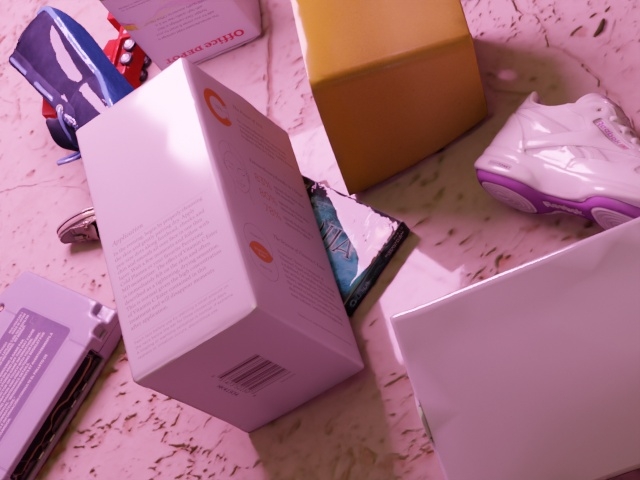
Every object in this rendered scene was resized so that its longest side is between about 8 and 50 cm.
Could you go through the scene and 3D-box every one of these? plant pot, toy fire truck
[{"bbox_3d":[0.083,-0.214,1.780,0.187,0.212,0.212,-16,53,6],"label":"plant pot"},{"bbox_3d":[-0.303,-0.247,2.110,0.135,0.047,0.192,-5,59,26],"label":"toy fire truck"}]

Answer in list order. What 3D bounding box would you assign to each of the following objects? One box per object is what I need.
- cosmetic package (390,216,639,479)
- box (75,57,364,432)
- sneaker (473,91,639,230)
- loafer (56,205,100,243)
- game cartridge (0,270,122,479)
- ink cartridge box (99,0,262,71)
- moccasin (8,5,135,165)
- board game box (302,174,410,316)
[{"bbox_3d":[0.282,0.103,1.407,0.385,0.156,0.217,-22,78,28],"label":"cosmetic package"},{"bbox_3d":[-0.116,0.007,1.703,0.168,0.215,0.345,-31,54,20],"label":"box"},{"bbox_3d":[0.309,-0.085,1.616,0.305,0.114,0.152,21,74,37],"label":"sneaker"},{"bbox_3d":[-0.282,-0.022,1.959,0.125,0.045,0.039,-24,58,11],"label":"loafer"},{"bbox_3d":[-0.386,0.186,1.879,0.196,0.060,0.294,21,73,34],"label":"game cartridge"},{"bbox_3d":[-0.193,-0.332,1.996,0.154,0.212,0.093,-20,49,18],"label":"ink cartridge box"},{"bbox_3d":[-0.295,-0.158,1.987,0.117,0.138,0.342,-43,54,11],"label":"moccasin"},{"bbox_3d":[0.000,0.000,1.795,0.186,0.026,0.126,26,76,38],"label":"board game box"}]
